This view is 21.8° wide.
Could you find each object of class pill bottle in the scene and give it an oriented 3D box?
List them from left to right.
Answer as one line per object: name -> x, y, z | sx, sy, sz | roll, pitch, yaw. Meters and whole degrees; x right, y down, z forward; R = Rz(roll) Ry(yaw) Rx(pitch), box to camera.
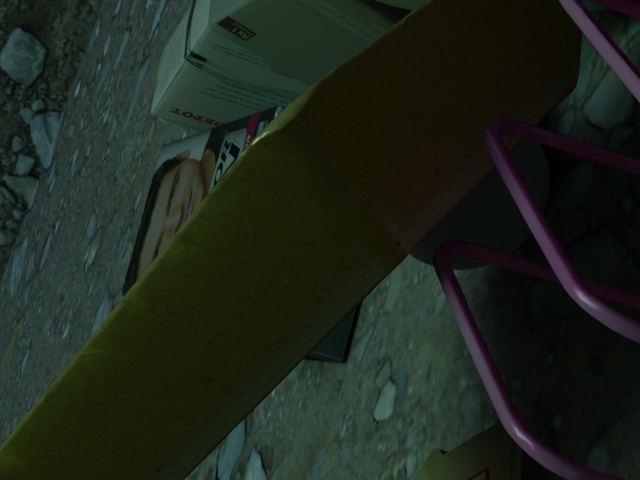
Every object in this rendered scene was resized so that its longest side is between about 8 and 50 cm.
pill bottle -> 0.078, -0.068, 1.128 | 0.187, 0.112, 0.112 | -112, 43, -63

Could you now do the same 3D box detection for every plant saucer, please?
plant saucer -> 0.000, 0.000, 0.886 | 0.333, 0.081, 0.333 | -47, -4, 39

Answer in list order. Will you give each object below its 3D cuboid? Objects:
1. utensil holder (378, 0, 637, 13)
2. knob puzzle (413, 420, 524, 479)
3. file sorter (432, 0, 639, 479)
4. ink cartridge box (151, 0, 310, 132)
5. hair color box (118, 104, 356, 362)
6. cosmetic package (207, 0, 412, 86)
utensil holder -> 0.114, -0.369, 0.979 | 0.327, 0.327, 0.385 | 139, 141, -58
knob puzzle -> 0.075, 0.219, 1.008 | 0.213, 0.030, 0.213 | -163, 90, -71
file sorter -> 0.191, -0.047, 0.675 | 0.202, 0.182, 0.291 | -108, 40, -60
ink cartridge box -> -0.052, -0.177, 1.538 | 0.203, 0.148, 0.086 | 134, 147, -52
hair color box -> -0.070, 0.001, 1.486 | 0.374, 0.113, 0.185 | 173, 112, -71
cosmetic package -> 0.013, -0.226, 1.115 | 0.107, 0.127, 0.238 | -28, 48, 43
